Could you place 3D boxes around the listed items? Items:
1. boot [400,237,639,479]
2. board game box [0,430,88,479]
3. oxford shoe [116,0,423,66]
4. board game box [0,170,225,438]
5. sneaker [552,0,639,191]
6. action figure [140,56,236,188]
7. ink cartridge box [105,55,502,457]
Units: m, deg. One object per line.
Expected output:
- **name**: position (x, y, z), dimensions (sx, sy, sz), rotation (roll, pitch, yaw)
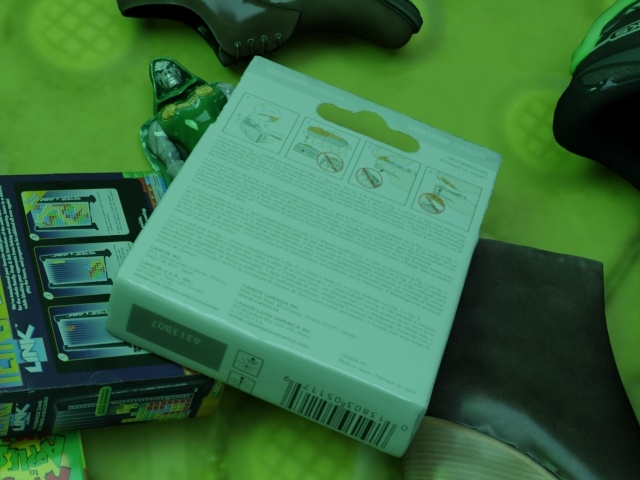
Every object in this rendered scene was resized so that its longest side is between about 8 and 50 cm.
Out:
- **boot**: position (0.176, 0.105, 0.768), dimensions (0.248, 0.090, 0.206), rotation (11, 64, 0)
- **board game box**: position (-0.231, 0.135, 0.709), dimensions (0.181, 0.043, 0.092), rotation (-9, 66, -14)
- **oxford shoe**: position (-0.039, -0.165, 0.886), dimensions (0.227, 0.083, 0.096), rotation (11, 85, -6)
- **board game box**: position (-0.147, 0.034, 0.736), dimensions (0.141, 0.048, 0.170), rotation (-3, 49, -23)
- **sneaker**: position (0.353, 0.015, 0.796), dimensions (0.483, 0.185, 0.202), rotation (39, 58, 22)
- **action figure**: position (-0.053, -0.037, 0.818), dimensions (0.137, 0.063, 0.232), rotation (-33, 68, -12)
- **ink cartridge box**: position (0.000, 0.000, 0.751), dimensions (0.189, 0.066, 0.232), rotation (23, 41, 2)
